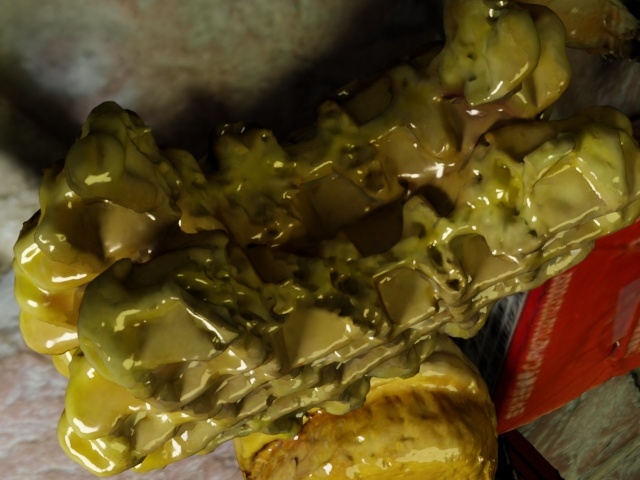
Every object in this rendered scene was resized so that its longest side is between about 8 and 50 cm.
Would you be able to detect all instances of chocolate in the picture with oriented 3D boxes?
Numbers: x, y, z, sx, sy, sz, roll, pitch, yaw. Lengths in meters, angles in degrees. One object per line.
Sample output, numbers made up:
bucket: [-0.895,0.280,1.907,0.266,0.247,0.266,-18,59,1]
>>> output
chocolate: [0.224,0.018,0.914,0.234,0.108,0.237,-22,144,-24]

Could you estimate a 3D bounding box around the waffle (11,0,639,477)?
waffle: [0.000,0.000,0.614,0.324,0.151,0.261,-18,161,-19]

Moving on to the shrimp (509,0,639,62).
shrimp: [0.169,-0.154,0.652,0.152,0.063,0.287,-12,168,34]

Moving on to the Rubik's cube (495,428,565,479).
Rubik's cube: [0.160,0.370,1.017,0.288,0.283,0.293,-46,-179,12]

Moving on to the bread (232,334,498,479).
bread: [0.040,0.162,0.876,0.198,0.120,0.236,-18,143,1]
